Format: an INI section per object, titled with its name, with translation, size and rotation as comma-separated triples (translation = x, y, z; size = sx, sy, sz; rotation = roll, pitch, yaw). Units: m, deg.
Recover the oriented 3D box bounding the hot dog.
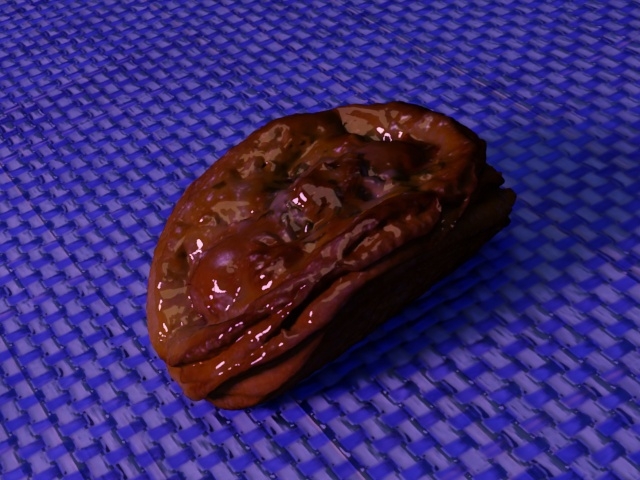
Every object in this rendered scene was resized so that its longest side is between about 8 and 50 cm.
[hot dog]
translation = 0.000, 0.000, 0.827
size = 0.272, 0.122, 0.196
rotation = -31, 37, -24
